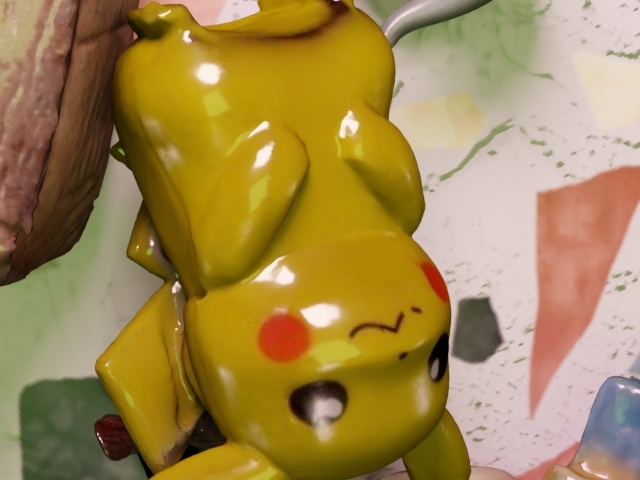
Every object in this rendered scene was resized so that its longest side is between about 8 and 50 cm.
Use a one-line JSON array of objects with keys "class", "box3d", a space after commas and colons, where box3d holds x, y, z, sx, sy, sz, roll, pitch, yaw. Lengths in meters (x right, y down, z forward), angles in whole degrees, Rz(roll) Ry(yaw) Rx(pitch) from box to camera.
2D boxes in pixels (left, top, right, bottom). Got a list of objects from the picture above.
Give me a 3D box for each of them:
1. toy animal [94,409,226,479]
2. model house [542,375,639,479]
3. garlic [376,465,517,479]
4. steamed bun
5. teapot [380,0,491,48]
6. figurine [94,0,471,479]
[{"class": "toy animal", "box3d": [-0.042, 0.117, 1.101, 0.202, 0.070, 0.105, -14, 144, -13]}, {"class": "model house", "box3d": [0.271, 0.295, 1.010, 0.342, 0.382, 0.335, 21, 93, -16]}, {"class": "garlic", "box3d": [0.038, 0.254, 1.084, 0.228, 0.110, 0.217, -2, 105, -31]}, {"class": "steamed bun", "box3d": [-0.210, -0.129, 0.961, 0.199, 0.251, 0.301, 13, 93, 1]}, {"class": "teapot", "box3d": [0.043, -0.234, 1.027, 0.149, 0.162, 0.239, -17, 81, 7]}, {"class": "figurine", "box3d": [-0.027, 0.018, 0.971, 0.218, 0.169, 0.327, -14, 85, -28]}]
